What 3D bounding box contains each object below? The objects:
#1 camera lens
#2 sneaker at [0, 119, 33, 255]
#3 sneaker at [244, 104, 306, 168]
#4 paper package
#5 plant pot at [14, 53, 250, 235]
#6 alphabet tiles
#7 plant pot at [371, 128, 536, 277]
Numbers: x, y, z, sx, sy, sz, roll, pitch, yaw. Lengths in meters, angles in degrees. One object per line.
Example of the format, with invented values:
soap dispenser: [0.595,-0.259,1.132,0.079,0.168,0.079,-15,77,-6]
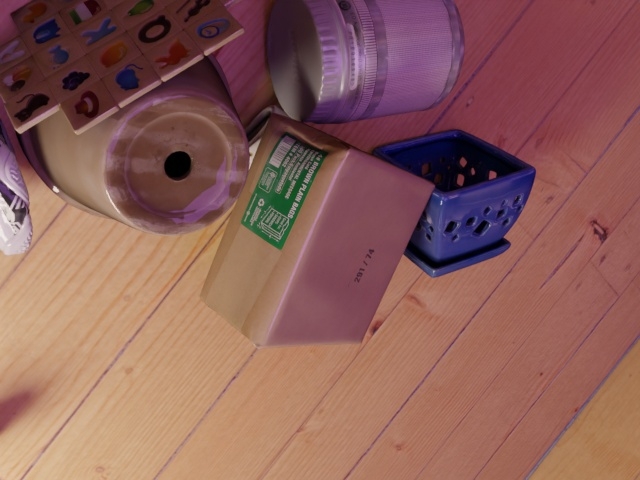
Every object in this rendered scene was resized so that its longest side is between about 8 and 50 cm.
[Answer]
camera lens: [0.076,-0.309,1.037,0.274,0.219,0.220,-14,120,-26]
sneaker: [-0.518,-0.129,0.818,0.210,0.137,0.366,-19,117,-21]
sneaker: [-0.116,-0.089,1.111,0.169,0.108,0.293,30,89,-34]
paper package: [0.000,0.000,1.041,0.309,0.168,0.325,10,107,-56]
plant pot: [-0.237,-0.143,0.890,0.323,0.280,0.323,-15,121,-26]
alphabet tiles: [-0.255,-0.275,0.806,0.342,0.285,0.011,-34,147,-8]
plant pot: [0.248,-0.069,1.264,0.235,0.236,0.212,-17,127,-25]
